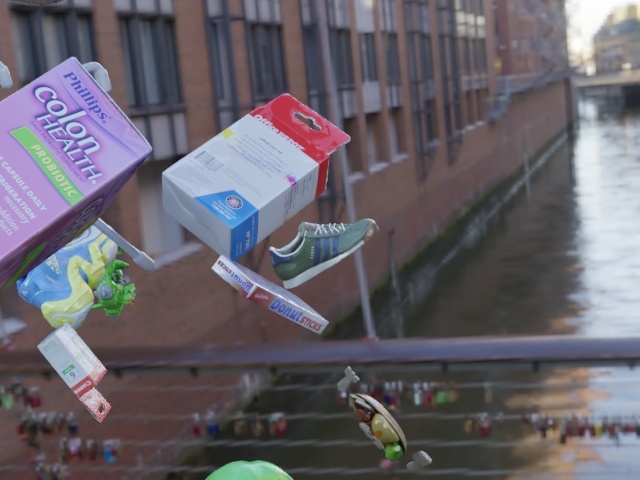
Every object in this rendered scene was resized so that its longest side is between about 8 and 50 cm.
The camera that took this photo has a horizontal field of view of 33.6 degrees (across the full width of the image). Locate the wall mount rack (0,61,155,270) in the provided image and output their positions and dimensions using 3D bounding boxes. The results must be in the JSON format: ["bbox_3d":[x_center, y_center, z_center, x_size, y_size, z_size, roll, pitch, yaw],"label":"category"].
[{"bbox_3d":[-0.370,-0.090,1.445,0.350,0.304,0.130,8,25,34],"label":"wall mount rack"}]

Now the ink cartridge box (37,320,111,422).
[{"bbox_3d":[-0.276,0.152,1.233,0.029,0.115,0.063,-37,7,6],"label":"ink cartridge box"}]

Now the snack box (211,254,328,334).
[{"bbox_3d":[-0.055,0.066,1.238,0.064,0.022,0.178,39,3,33],"label":"snack box"}]

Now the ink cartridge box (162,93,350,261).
[{"bbox_3d":[-0.083,-0.089,1.414,0.134,0.078,0.231,37,56,23],"label":"ink cartridge box"}]

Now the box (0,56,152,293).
[{"bbox_3d":[-0.310,-0.026,0.997,0.243,0.117,0.213,-43,4,-33],"label":"box"}]

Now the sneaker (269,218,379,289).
[{"bbox_3d":[0.000,0.000,1.798,0.192,0.086,0.064,-33,14,-1],"label":"sneaker"}]

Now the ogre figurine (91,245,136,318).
[{"bbox_3d":[-0.418,0.081,2.104,0.097,0.118,0.197,6,-24,-20],"label":"ogre figurine"}]

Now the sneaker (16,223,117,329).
[{"bbox_3d":[-0.375,0.025,1.543,0.091,0.126,0.240,-46,22,22],"label":"sneaker"}]

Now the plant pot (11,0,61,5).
[{"bbox_3d":[-0.372,-0.408,1.143,0.284,0.284,0.191,0,4,32],"label":"plant pot"}]

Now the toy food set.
[{"bbox_3d":[0.085,0.293,1.660,0.038,0.192,0.132,-38,-10,-20],"label":"toy food set"}]

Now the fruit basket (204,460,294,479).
[{"bbox_3d":[-0.134,0.355,0.883,0.283,0.392,0.392,0,9,14],"label":"fruit basket"}]
